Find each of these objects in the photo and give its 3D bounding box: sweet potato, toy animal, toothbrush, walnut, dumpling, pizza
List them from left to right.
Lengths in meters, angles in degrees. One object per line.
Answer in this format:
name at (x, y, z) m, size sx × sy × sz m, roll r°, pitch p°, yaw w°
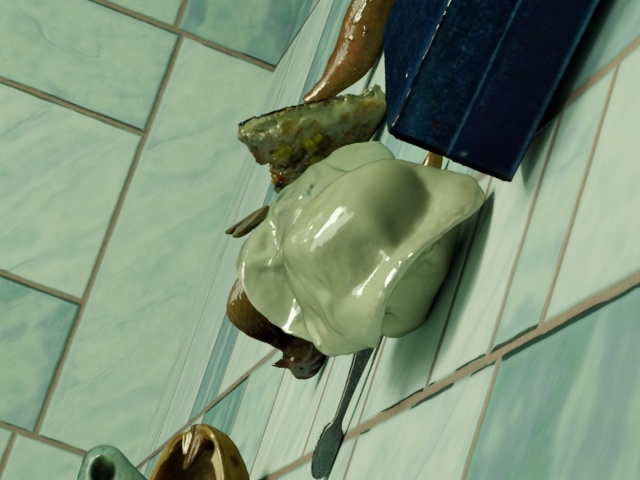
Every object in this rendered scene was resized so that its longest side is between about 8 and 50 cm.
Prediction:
walnut at (-0.132, 0.312, 2.170) m, size 0.167 × 0.087 × 0.211 m, roll 3°, pitch 73°, yaw 55°
pizza at (-0.018, -0.111, 2.251) m, size 0.185 × 0.195 × 0.052 m, roll -51°, pitch 56°, yaw 29°
toy animal at (-0.011, 0.039, 2.054) m, size 0.188 × 0.179 × 0.089 m, roll -33°, pitch 4°, yaw -6°
dumpling at (0.000, 0.000, 1.901) m, size 0.124 × 0.151 × 0.229 m, roll 75°, pitch -156°, yaw -53°
dumpling at (0.041, 0.018, 1.632) m, size 0.250 × 0.132 × 0.162 m, roll -27°, pitch 32°, yaw 56°
sweet potato at (0.070, -0.304, 2.515) m, size 0.314 × 0.066 × 0.072 m, roll -65°, pitch 15°, yaw 8°
toothbrush at (0.051, 0.068, 1.808) m, size 0.031 × 0.023 × 0.321 m, roll -142°, pitch 73°, yaw -79°

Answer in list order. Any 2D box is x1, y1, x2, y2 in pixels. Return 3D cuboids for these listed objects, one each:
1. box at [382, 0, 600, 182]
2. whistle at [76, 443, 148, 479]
box at (0.152, -0.226, 1.526) m, size 0.261 × 0.116 × 0.279 m, roll -84°, pitch 16°, yaw -66°
whistle at (-0.255, 0.451, 2.313) m, size 0.168 × 0.188 × 0.404 m, roll -144°, pitch 74°, yaw -82°
